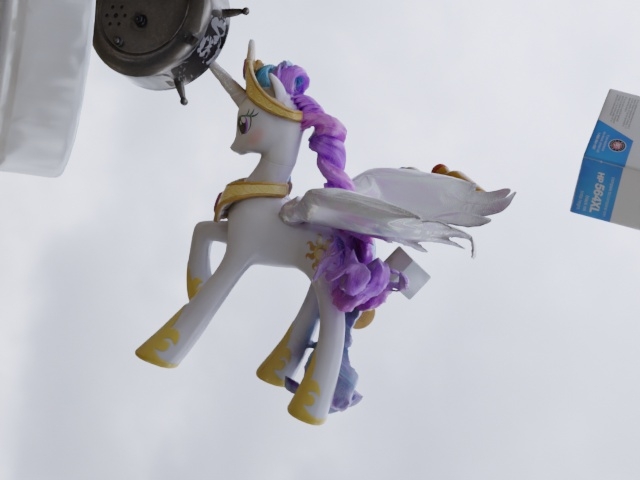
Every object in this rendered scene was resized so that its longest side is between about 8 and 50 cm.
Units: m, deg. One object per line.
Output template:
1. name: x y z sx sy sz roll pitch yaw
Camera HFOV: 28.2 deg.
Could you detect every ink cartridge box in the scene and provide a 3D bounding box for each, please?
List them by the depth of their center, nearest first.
1. ink cartridge box: 0.394 -0.075 1.398 0.148 0.203 0.086 -57 159 -46

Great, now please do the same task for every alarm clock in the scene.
1. alarm clock: -0.168 -0.219 1.195 0.192 0.064 0.129 35 -88 26

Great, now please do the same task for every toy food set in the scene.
1. toy food set: 0.084 -0.010 1.558 0.232 0.111 0.104 -47 -145 4

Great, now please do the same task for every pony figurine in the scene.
1. pony figurine: 0.000 0.000 1.365 0.303 0.351 0.363 -24 132 -74

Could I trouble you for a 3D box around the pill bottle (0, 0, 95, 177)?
1. pill bottle: -0.381 -0.164 0.964 0.224 0.392 0.224 -173 -90 -72
